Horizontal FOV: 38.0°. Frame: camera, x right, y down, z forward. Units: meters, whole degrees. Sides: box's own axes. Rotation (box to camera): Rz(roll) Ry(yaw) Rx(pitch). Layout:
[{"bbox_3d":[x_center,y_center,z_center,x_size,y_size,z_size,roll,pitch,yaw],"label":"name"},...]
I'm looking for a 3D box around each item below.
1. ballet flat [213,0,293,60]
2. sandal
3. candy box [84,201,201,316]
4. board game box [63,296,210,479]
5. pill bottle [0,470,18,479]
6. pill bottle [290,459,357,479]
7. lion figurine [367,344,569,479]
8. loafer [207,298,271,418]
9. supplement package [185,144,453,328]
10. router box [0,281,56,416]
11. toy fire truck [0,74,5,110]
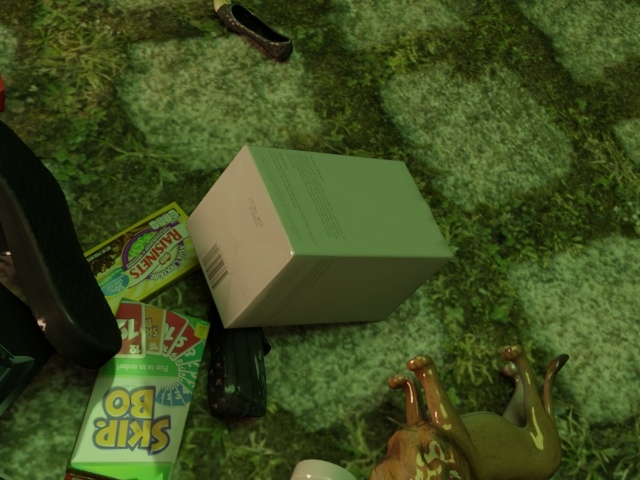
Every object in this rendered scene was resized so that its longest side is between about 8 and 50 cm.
[{"bbox_3d":[-0.115,-0.380,1.628,0.173,0.049,0.057,37,51,9],"label":"ballet flat"},{"bbox_3d":[-0.392,-0.006,1.194,0.107,0.167,0.446,-37,54,6],"label":"sandal"},{"bbox_3d":[-0.252,0.031,1.301,0.206,0.027,0.105,-35,76,-34],"label":"candy box"},{"bbox_3d":[-0.228,0.204,1.171,0.124,0.039,0.260,17,59,-11],"label":"board game box"},{"bbox_3d":[-0.283,0.357,0.992,0.245,0.130,0.130,28,52,1],"label":"pill bottle"},{"bbox_3d":[-0.017,0.361,1.093,0.112,0.112,0.187,23,51,-2],"label":"pill bottle"},{"bbox_3d":[0.218,0.273,1.225,0.392,0.142,0.240,-5,65,-27],"label":"lion figurine"},{"bbox_3d":[-0.107,0.139,1.252,0.078,0.076,0.223,21,45,-28],"label":"loafer"},{"bbox_3d":[0.000,0.000,1.269,0.292,0.175,0.178,2,53,-41],"label":"supplement package"},{"bbox_3d":[-0.464,0.137,1.022,0.243,0.081,0.309,44,34,-10],"label":"router box"},{"bbox_3d":[-0.569,-0.260,1.386,0.135,0.047,0.192,-23,65,-31],"label":"toy fire truck"}]
